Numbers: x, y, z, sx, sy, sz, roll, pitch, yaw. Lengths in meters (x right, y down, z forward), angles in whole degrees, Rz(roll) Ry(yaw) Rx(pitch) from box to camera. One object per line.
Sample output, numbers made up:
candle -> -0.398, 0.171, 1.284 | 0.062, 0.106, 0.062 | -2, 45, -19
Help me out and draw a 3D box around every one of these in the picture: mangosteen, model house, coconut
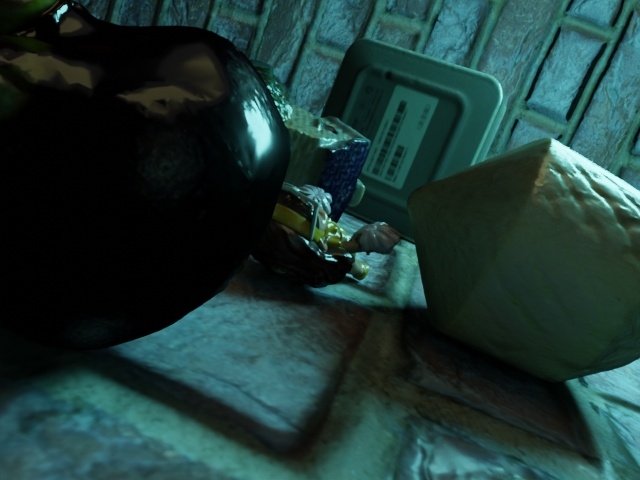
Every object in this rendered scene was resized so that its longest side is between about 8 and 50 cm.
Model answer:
mangosteen -> -0.172, -0.061, 0.400 | 0.287, 0.233, 0.287 | 17, 40, -15
model house -> -0.052, -0.166, 1.038 | 0.284, 0.243, 0.298 | 21, 24, -15
coconut -> 0.258, 0.016, 0.693 | 0.329, 0.329, 0.329 | 19, 14, -5

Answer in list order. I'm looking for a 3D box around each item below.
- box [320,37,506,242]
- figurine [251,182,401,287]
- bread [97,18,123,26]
box -> 0.177, -0.231, 1.269 | 0.396, 0.396, 0.111 | 25, 11, 22
figurine -> -0.001, 0.000, 0.709 | 0.174, 0.116, 0.240 | 31, 11, 31
bread -> -0.392, -0.286, 1.019 | 0.250, 0.225, 0.279 | 22, 9, 3
